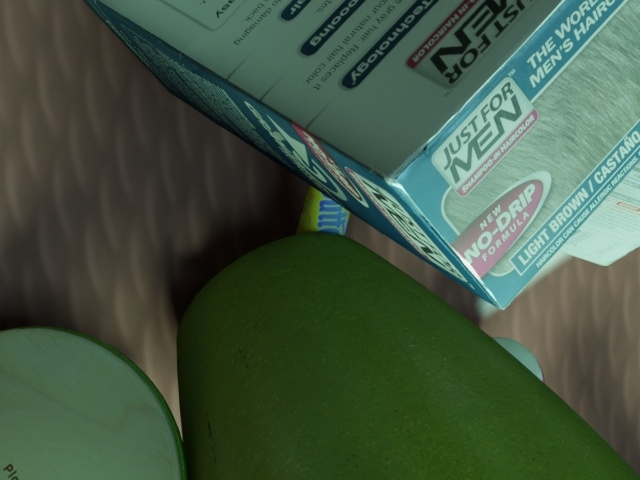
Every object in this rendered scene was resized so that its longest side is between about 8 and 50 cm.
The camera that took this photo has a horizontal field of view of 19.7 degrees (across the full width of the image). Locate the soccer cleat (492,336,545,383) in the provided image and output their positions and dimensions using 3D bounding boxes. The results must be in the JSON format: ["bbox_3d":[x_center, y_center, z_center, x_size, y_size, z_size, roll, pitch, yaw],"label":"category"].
[{"bbox_3d":[0.022,0.193,1.220,0.143,0.116,0.331,35,90,-37],"label":"soccer cleat"}]

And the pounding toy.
[{"bbox_3d":[-0.154,0.172,1.096,0.183,0.110,0.237,-9,82,10],"label":"pounding toy"}]

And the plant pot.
[{"bbox_3d":[0.033,0.143,1.072,0.275,0.293,0.275,-20,144,-15],"label":"plant pot"}]

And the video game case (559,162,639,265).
[{"bbox_3d":[0.167,-0.085,1.132,0.269,0.244,0.061,17,57,-36],"label":"video game case"}]

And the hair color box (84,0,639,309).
[{"bbox_3d":[0.027,-0.115,0.944,0.174,0.347,0.105,-47,127,-6],"label":"hair color box"}]

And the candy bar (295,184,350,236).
[{"bbox_3d":[0.000,0.000,1.149,0.040,0.018,0.161,-16,147,-23],"label":"candy bar"}]
